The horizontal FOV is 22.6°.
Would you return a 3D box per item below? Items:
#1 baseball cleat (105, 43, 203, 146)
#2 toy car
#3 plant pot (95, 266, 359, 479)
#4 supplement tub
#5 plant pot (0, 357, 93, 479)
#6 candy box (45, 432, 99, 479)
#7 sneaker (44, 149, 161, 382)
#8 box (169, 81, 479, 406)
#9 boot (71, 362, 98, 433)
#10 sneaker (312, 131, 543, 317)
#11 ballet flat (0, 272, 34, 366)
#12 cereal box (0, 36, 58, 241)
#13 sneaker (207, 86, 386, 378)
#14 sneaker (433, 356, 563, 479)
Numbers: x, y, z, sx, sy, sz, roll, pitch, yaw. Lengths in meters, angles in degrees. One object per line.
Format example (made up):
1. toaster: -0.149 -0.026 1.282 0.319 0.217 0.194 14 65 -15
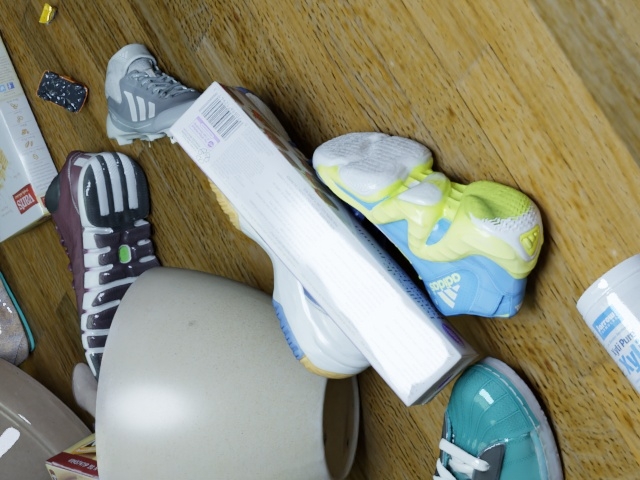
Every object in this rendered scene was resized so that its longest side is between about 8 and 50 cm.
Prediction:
1. baseball cleat: -0.173 -0.152 1.646 0.206 0.072 0.109 -5 98 53
2. toy car: -0.290 -0.210 1.838 0.040 0.060 0.122 -55 -28 -77
3. plant pot: -0.070 0.167 1.541 0.191 0.284 0.284 0 113 17
4. supplement tub: 0.243 0.070 1.155 0.107 0.071 0.071 54 145 20
5. plant pot: -0.444 0.309 2.101 0.263 0.229 0.263 32 153 18
6. candy box: -0.212 0.403 1.990 0.183 0.088 0.316 1 116 57
7. sneaker: -0.255 0.024 1.863 0.162 0.106 0.281 23 118 56
8. box: 0.000 0.000 1.360 0.067 0.063 0.324 -46 74 12
9. boot: -0.271 0.210 2.043 0.087 0.042 0.118 -11 102 52
10. sneaker: 0.081 -0.004 1.334 0.240 0.091 0.126 29 132 44
11. ballet flat: -0.500 0.035 2.212 0.316 0.106 0.107 64 149 7
12. cereal box: -0.408 -0.129 2.031 0.173 0.047 0.240 -24 88 58
13. sneaker: -0.002 -0.028 1.459 0.131 0.112 0.296 -37 75 36
14. sneaker: 0.131 0.249 1.382 0.108 0.121 0.302 26 129 47
